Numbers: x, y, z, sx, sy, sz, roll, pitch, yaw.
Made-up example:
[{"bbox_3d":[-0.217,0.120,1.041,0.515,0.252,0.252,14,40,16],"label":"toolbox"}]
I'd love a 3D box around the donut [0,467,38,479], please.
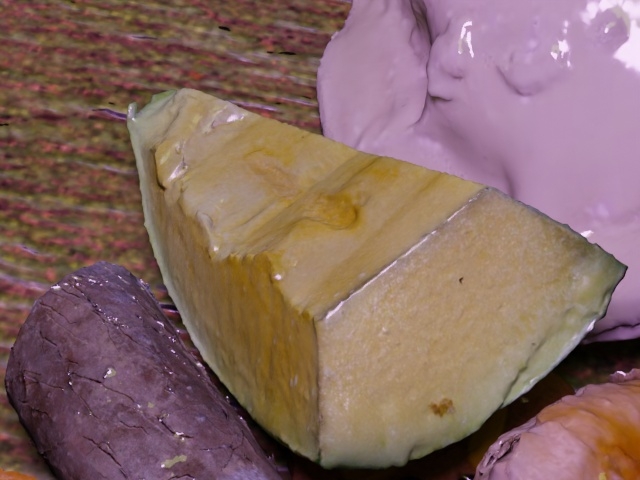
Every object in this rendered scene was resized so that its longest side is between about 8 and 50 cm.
[{"bbox_3d":[-0.185,0.200,0.900,0.162,0.065,0.178,14,49,1],"label":"donut"}]

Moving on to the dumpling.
[{"bbox_3d":[0.147,-0.107,1.135,0.315,0.233,0.395,-15,61,23],"label":"dumpling"}]

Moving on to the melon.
[{"bbox_3d":[0.000,0.000,1.019,0.196,0.124,0.323,-31,32,-17],"label":"melon"}]

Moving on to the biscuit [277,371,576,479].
[{"bbox_3d":[0.065,0.173,0.960,0.186,0.044,0.295,-3,50,-5],"label":"biscuit"}]

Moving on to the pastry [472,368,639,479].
[{"bbox_3d":[0.157,0.191,0.867,0.257,0.121,0.236,50,53,-9],"label":"pastry"}]

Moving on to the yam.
[{"bbox_3d":[-0.095,0.103,0.960,0.107,0.107,0.183,-25,51,-24],"label":"yam"}]
